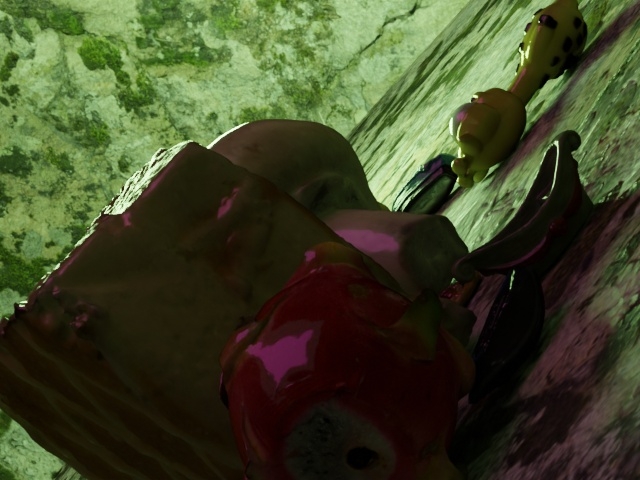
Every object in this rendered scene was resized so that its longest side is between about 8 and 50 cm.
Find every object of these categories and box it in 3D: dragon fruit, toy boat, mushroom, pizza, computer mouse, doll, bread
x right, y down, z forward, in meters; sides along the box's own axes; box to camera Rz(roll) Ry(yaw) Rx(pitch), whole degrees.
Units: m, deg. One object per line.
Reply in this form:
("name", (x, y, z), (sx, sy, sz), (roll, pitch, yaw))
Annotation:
("dragon fruit", (0.020, 0.128, 1.425), (0.224, 0.224, 0.227), (-47, 11, 28))
("toy boat", (0.206, -0.019, 1.642), (0.185, 0.071, 0.089), (-51, 6, -8))
("mushroom", (0.000, 0.000, 1.986), (0.336, 0.314, 0.314), (0, 42, 39))
("pizza", (0.133, 0.068, 1.834), (0.083, 0.025, 0.078), (-56, 11, -31))
("computer mouse", (0.164, 0.085, 1.481), (0.079, 0.047, 0.135), (111, -176, -74))
("toy boat", (0.142, -0.069, 2.341), (0.137, 0.060, 0.061), (-53, 24, 34))
("doll", (0.253, -0.193, 2.197), (0.291, 0.086, 0.117), (-54, -33, -12))
("bread", (-0.110, 0.118, 1.705), (0.279, 0.390, 0.371), (-60, 9, -28))

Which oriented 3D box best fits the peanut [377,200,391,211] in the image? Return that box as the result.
("peanut", (0.035, -0.002, 2.296), (0.143, 0.159, 0.291), (-26, 8, 1))
